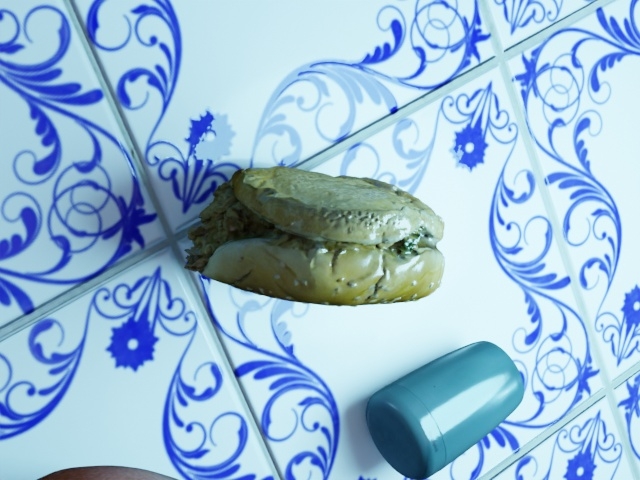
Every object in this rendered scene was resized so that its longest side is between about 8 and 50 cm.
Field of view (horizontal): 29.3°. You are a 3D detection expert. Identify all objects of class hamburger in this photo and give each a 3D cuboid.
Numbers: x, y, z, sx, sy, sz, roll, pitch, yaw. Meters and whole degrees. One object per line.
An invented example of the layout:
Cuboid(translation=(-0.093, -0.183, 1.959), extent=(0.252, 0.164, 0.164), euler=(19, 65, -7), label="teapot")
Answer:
Cuboid(translation=(0.000, 0.000, 1.319), extent=(0.286, 0.243, 0.146), euler=(8, 95, -16), label="hamburger")

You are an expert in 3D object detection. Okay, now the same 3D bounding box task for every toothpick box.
Cuboid(translation=(0.158, 0.202, 1.508), extent=(0.184, 0.120, 0.120), euler=(-28, 110, -27), label="toothpick box")

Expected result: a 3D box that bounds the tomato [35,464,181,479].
Cuboid(translation=(-0.204, 0.372, 1.213), extent=(0.321, 0.321, 0.322), euler=(-4, 99, -30), label="tomato")
